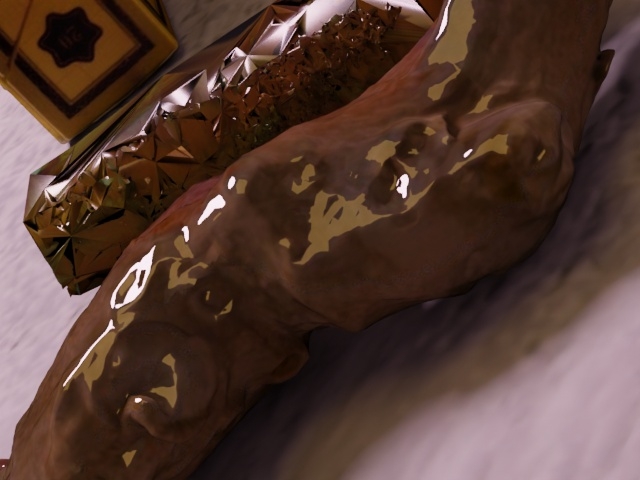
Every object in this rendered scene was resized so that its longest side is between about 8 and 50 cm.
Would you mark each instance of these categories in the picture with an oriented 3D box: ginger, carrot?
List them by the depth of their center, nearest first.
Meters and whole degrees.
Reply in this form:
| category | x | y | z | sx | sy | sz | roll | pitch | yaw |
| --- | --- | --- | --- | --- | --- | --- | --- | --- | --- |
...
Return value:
| category | x | y | z | sx | sy | sz | roll | pitch | yaw |
| --- | --- | --- | --- | --- | --- | --- | --- | --- | --- |
| ginger | -0.001 | 0.002 | 0.518 | 0.290 | 0.084 | 0.122 | -46 | 10 | 2 |
| carrot | -0.017 | -0.054 | 0.620 | 0.228 | 0.069 | 0.069 | -31 | 29 | 23 |

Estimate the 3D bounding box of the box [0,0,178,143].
| category | x | y | z | sx | sy | sz | roll | pitch | yaw |
| --- | --- | --- | --- | --- | --- | --- | --- | --- | --- |
| box | -0.203 | -0.207 | 0.821 | 0.084 | 0.301 | 0.193 | -38 | 27 | 8 |
